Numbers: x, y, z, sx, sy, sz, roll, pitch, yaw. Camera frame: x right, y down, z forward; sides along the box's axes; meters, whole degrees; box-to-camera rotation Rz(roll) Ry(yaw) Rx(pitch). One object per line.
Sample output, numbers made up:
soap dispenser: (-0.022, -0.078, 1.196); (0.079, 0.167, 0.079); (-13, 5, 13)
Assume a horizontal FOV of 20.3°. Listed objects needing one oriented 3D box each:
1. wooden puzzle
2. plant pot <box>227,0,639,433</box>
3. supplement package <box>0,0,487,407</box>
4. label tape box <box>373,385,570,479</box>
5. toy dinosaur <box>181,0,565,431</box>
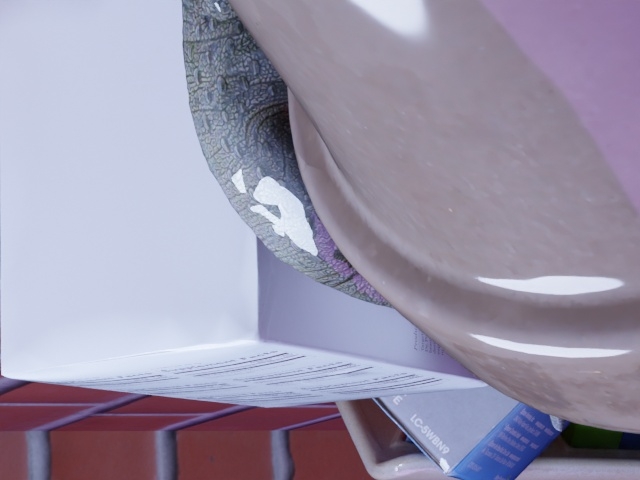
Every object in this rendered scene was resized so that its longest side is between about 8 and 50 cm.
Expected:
wooden puzzle: (0.162, 0.113, 1.610); (0.322, 0.081, 0.348); (3, -159, -17)
plant pot: (0.056, -0.111, 0.433); (0.263, 0.263, 0.229); (-12, 148, 36)
supplement package: (-0.033, -0.026, 0.859); (0.149, 0.194, 0.203); (-10, 166, 32)
label tape box: (0.198, 0.031, 1.314); (0.333, 0.106, 0.240); (-45, 163, 2)
toy dinosaur: (0.008, -0.066, 0.670); (0.160, 0.314, 0.121); (-23, -160, -14)
